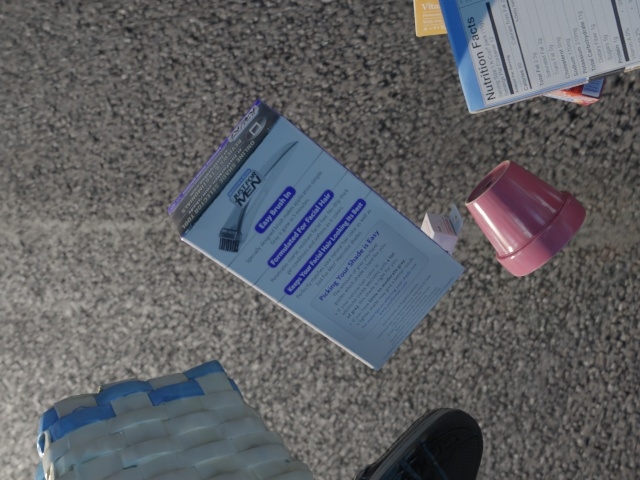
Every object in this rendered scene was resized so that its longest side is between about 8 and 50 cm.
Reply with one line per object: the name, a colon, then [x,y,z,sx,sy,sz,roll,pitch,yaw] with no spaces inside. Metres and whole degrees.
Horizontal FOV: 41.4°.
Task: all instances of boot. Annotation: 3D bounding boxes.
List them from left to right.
boot: [0.013,0.344,1.110,0.138,0.377,0.284,46,164,-26]

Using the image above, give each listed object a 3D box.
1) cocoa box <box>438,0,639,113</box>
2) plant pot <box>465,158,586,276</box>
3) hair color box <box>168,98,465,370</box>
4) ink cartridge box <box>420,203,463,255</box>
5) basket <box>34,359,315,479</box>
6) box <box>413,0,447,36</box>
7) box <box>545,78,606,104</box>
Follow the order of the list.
cocoa box: [0.279,-0.302,1.010,0.228,0.347,0.231,-14,99,22]
plant pot: [0.401,-0.057,1.717,0.180,0.201,0.201,43,125,-6]
hair color box: [0.000,0.000,1.076,0.339,0.110,0.185,37,95,-30]
ink cartridge box: [0.261,0.008,1.932,0.060,0.104,0.180,11,116,-9]
basket: [-0.080,0.249,0.541,0.289,0.201,0.254,50,139,32]
box: [0.267,-0.561,1.525,0.215,0.168,0.345,-3,143,8]
box: [0.431,-0.367,1.422,0.128,0.122,0.256,15,96,6]
